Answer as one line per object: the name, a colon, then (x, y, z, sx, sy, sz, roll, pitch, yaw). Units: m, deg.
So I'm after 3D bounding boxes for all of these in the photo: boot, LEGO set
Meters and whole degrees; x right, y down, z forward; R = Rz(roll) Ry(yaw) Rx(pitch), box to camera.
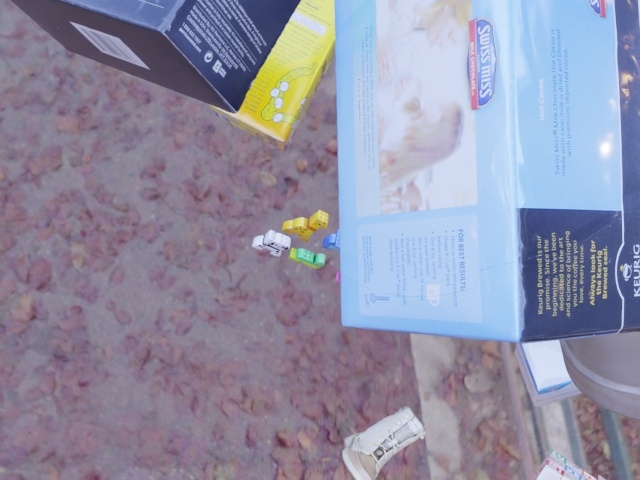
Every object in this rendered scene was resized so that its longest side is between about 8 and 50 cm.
boot: (0.161, 0.504, 1.784, 0.203, 0.262, 0.095, -30, 91, 4)
LEGO set: (0.000, 0.000, 1.355, 0.227, 0.093, 0.087, 22, 58, -22)

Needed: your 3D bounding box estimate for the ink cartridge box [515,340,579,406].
ink cartridge box: (0.624, 0.320, 1.924, 0.171, 0.233, 0.168, -17, 64, 5)

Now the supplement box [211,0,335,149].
supplement box: (-0.084, -0.407, 1.623, 0.195, 0.194, 0.357, 27, 90, -1)

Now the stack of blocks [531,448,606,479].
stack of blocks: (0.652, 0.626, 1.721, 0.297, 0.171, 0.087, 32, 102, 18)

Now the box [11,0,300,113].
box: (-0.194, -0.379, 0.928, 0.343, 0.179, 0.313, 24, 80, 28)

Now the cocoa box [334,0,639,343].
cocoa box: (0.166, -0.089, 0.681, 0.227, 0.231, 0.347, 0, 88, -35)

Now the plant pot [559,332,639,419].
plant pot: (0.516, 0.068, 1.129, 0.323, 0.280, 0.323, -19, 33, 13)
